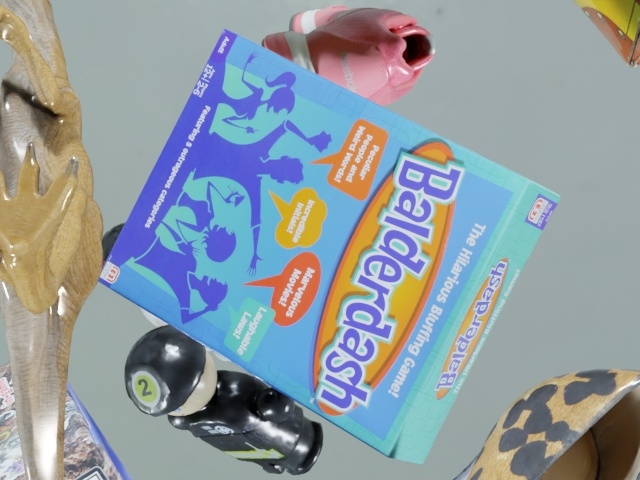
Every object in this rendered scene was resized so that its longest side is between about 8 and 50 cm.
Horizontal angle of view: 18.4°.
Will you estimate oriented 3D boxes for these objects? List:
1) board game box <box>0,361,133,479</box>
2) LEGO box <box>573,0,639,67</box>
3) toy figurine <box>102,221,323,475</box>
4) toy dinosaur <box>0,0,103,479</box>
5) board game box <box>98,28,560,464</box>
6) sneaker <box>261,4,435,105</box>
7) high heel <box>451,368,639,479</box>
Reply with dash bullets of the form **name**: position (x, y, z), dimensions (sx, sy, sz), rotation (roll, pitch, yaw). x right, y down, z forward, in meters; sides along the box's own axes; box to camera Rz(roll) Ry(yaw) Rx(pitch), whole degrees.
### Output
- **board game box**: position (-0.192, 0.237, 0.986), dimensions (0.291, 0.141, 0.232), rotation (-32, 113, -7)
- **LEGO box**: position (0.219, -0.444, 1.435), dimensions (0.500, 0.372, 0.193), rotation (52, 174, 13)
- **toy figurine**: position (-0.038, 0.020, 1.277), dimensions (0.213, 0.209, 0.148), rotation (-44, 129, 14)
- **toy dinosaur**: position (-0.080, 0.007, 0.554), dimensions (0.064, 0.112, 0.211), rotation (-5, 76, 12)
- **board game box**: position (0.000, 0.000, 1.057), dimensions (0.210, 0.047, 0.160), rotation (28, 93, 29)
- **sneaker**: position (0.042, -0.156, 1.778), dimensions (0.136, 0.314, 0.116), rotation (-13, 100, 10)
- **high heel**: position (0.086, 0.175, 0.868), dimensions (0.093, 0.261, 0.186), rotation (32, 124, -20)
